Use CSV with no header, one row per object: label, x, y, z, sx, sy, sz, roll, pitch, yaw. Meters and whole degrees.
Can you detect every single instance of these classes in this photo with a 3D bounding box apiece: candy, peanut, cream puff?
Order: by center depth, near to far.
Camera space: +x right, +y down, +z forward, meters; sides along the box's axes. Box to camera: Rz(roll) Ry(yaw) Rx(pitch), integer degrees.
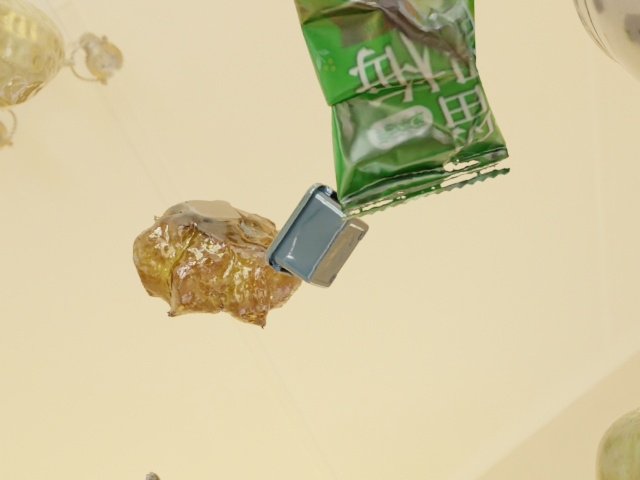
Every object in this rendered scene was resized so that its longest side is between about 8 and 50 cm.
candy,0.059,-0.123,0.639,0.141,0.078,0.203,-15,-69,-4
peanut,-0.348,-0.193,0.861,0.111,0.125,0.274,-17,-10,21
cream puff,-0.153,0.026,1.342,0.269,0.241,0.155,2,-67,-25

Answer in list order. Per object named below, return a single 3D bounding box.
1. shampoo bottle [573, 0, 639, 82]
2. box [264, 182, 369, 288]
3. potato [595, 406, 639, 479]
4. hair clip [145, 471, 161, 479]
shampoo bottle,0.358,-0.236,0.732,0.273,0.266,0.273,-2,-75,-8
box,0.000,0.000,0.887,0.099,0.054,0.074,-56,-23,5
potato,0.321,0.134,0.575,0.218,0.202,0.351,-9,-28,-31
hair clip,-0.220,0.441,1.315,0.187,0.056,0.146,38,-108,-28
